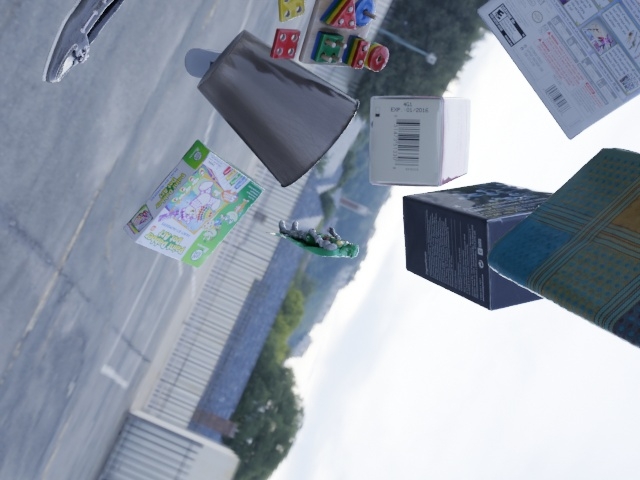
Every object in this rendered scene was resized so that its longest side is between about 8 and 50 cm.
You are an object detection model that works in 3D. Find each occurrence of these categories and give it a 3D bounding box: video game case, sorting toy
[{"bbox_3d":[0.434,-0.343,1.173,0.244,0.269,0.061,-35,180,25],"label":"video game case"},{"bbox_3d":[0.036,-0.341,1.166,0.274,0.046,0.132,-9,127,-45],"label":"sorting toy"}]

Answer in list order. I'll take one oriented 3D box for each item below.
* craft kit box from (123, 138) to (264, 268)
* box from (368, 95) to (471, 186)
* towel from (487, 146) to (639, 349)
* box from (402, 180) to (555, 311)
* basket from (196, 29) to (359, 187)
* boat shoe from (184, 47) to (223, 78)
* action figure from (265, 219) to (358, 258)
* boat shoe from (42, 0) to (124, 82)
[{"bbox_3d":[-0.270,-0.071,1.593,0.246,0.061,0.250,-47,153,5],"label":"craft kit box"},{"bbox_3d":[0.180,-0.179,1.274,0.232,0.127,0.148,-25,117,-65],"label":"box"},{"bbox_3d":[0.400,-0.006,0.948,0.271,0.040,0.370,-41,-159,-2],"label":"towel"},{"bbox_3d":[0.420,-0.004,1.758,0.395,0.294,0.212,-154,-124,-66],"label":"box"},{"bbox_3d":[-0.083,-0.238,1.244,0.204,0.227,0.154,-45,-160,14],"label":"basket"},{"bbox_3d":[-0.191,-0.396,1.680,0.084,0.258,0.095,-21,132,-60],"label":"boat shoe"},{"bbox_3d":[0.000,0.000,1.701,0.137,0.232,0.063,-2,106,-48],"label":"action figure"},{"bbox_3d":[-0.554,-0.506,1.723,0.112,0.095,0.335,-35,-146,63],"label":"boat shoe"}]
